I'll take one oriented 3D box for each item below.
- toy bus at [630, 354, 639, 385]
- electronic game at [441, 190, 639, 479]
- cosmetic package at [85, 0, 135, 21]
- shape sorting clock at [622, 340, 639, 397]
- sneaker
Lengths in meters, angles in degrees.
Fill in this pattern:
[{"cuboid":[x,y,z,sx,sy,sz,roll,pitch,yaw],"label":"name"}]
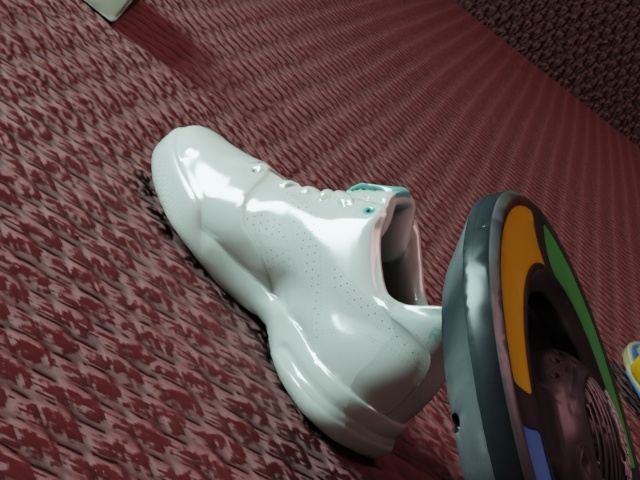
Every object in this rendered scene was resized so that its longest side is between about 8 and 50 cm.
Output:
[{"cuboid":[0.310,0.185,1.043,0.332,0.130,0.108,46,14,16],"label":"toy bus"},{"cuboid":[0.105,0.090,0.746,0.229,0.048,0.229,-17,90,-73],"label":"electronic game"},{"cuboid":[-0.135,-0.181,1.146,0.060,0.041,0.115,39,13,-9],"label":"cosmetic package"},{"cuboid":[0.311,0.152,1.357,0.206,0.040,0.206,39,13,-11],"label":"shape sorting clock"},{"cuboid":[0.000,0.000,0.829,0.080,0.094,0.212,24,22,-50],"label":"sneaker"}]
